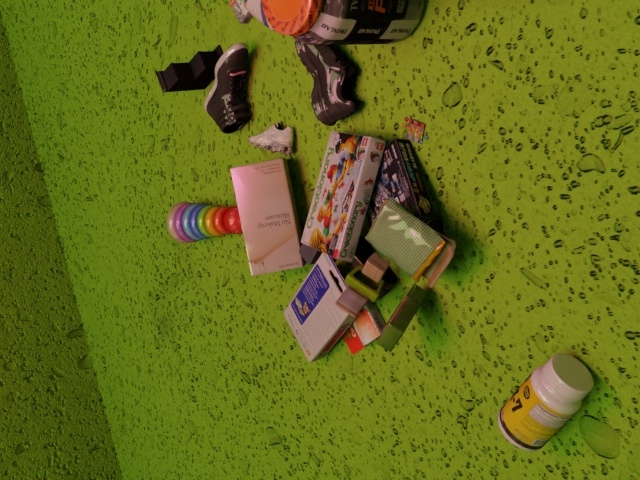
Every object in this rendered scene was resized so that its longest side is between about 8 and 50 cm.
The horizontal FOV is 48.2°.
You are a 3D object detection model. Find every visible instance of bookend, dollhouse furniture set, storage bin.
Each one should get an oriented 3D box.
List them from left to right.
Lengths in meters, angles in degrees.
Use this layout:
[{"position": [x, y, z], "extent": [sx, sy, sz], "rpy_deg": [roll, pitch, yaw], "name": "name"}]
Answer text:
[{"position": [-0.397, -0.527, 2.194], "extent": [0.156, 0.157, 0.072], "rpy_deg": [-29, 80, 49], "name": "bookend"}, {"position": [0.000, 0.000, 1.960], "extent": [0.098, 0.091, 0.135], "rpy_deg": [50, 132, 26], "name": "storage bin"}, {"position": [0.158, 0.082, 1.648], "extent": [0.197, 0.151, 0.302], "rpy_deg": [33, 141, 9], "name": "dollhouse furniture set"}]

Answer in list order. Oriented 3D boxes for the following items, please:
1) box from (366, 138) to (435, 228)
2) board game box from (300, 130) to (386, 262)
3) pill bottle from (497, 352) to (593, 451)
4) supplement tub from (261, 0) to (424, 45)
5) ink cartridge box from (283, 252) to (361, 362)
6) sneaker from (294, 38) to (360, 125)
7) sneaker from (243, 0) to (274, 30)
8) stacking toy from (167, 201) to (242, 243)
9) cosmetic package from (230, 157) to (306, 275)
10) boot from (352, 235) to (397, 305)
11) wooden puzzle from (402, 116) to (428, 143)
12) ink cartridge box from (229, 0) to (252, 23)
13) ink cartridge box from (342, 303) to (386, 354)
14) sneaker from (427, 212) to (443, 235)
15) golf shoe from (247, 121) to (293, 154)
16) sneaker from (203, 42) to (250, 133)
[{"position": [0.175, -0.108, 1.726], "extent": [0.175, 0.051, 0.220], "rpy_deg": [-41, 57, 46], "name": "box"}, {"position": [0.053, -0.115, 1.790], "extent": [0.193, 0.053, 0.306], "rpy_deg": [22, 98, 59], "name": "board game box"}, {"position": [0.475, 0.341, 1.511], "extent": [0.119, 0.119, 0.209], "rpy_deg": [48, 132, 27], "name": "pill bottle"}, {"position": [0.051, -0.532, 1.557], "extent": [0.207, 0.337, 0.207], "rpy_deg": [18, 115, 44], "name": "supplement tub"}, {"position": [0.010, 0.182, 1.980], "extent": [0.176, 0.069, 0.371], "rpy_deg": [60, 148, 22], "name": "ink cartridge box"}, {"position": [0.029, -0.442, 1.805], "extent": [0.130, 0.109, 0.287], "rpy_deg": [-12, 99, 39], "name": "sneaker"}, {"position": [-0.081, -0.681, 1.858], "extent": [0.131, 0.112, 0.296], "rpy_deg": [47, 136, 5], "name": "sneaker"}, {"position": [-0.346, -0.059, 2.313], "extent": [0.330, 0.141, 0.141], "rpy_deg": [1, 102, 42], "name": "stacking toy"}, {"position": [-0.145, -0.068, 2.031], "extent": [0.160, 0.113, 0.310], "rpy_deg": [-11, 94, 5], "name": "cosmetic package"}, {"position": [0.098, 0.068, 1.878], "extent": [0.219, 0.082, 0.106], "rpy_deg": [50, 131, 23], "name": "boot"}, {"position": [0.224, -0.260, 1.696], "extent": [0.083, 0.006, 0.049], "rpy_deg": [30, 122, 39], "name": "wooden puzzle"}, {"position": [-0.232, -0.689, 2.059], "extent": [0.063, 0.029, 0.115], "rpy_deg": [-44, 69, 46], "name": "ink cartridge box"}, {"position": [0.093, 0.224, 1.960], "extent": [0.179, 0.045, 0.145], "rpy_deg": [-41, 70, 43], "name": "ink cartridge box"}, {"position": [0.252, 0.007, 1.716], "extent": [0.075, 0.057, 0.161], "rpy_deg": [24, 118, 55], "name": "sneaker"}, {"position": [-0.137, -0.299, 2.060], "extent": [0.176, 0.069, 0.086], "rpy_deg": [16, 93, 41], "name": "golf shoe"}, {"position": [-0.247, -0.435, 2.103], "extent": [0.147, 0.104, 0.296], "rpy_deg": [56, 141, 18], "name": "sneaker"}]
